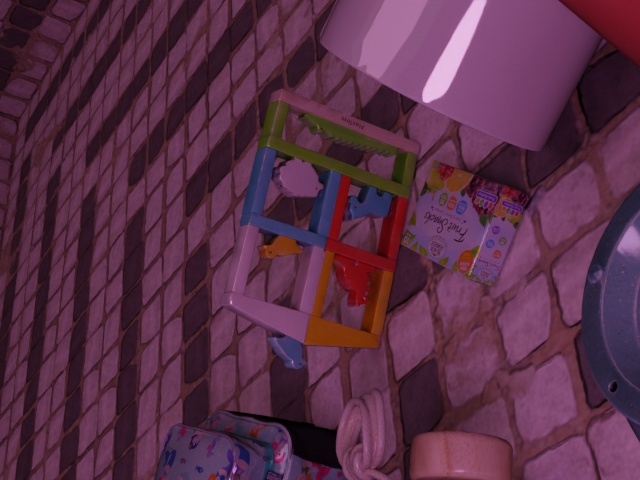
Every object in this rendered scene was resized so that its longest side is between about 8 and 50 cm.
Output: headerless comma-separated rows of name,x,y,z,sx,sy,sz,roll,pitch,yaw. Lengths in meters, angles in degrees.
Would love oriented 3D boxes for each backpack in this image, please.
backpack,-0.084,0.319,1.220,0.225,0.191,0.253,-2,76,60

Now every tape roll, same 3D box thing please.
tape roll,0.141,-0.212,1.062,0.169,0.246,0.246,-65,28,14

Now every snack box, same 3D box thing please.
snack box,0.146,-0.020,1.155,0.141,0.037,0.100,30,101,62

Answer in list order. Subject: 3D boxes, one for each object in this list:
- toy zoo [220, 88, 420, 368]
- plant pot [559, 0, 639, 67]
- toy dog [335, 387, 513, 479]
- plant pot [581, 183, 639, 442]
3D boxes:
toy zoo,0.000,0.000,1.243,0.030,0.192,0.293,-10,65,60
plant pot,0.295,-0.218,0.787,0.275,0.243,0.274,-40,40,46
toy dog,0.112,0.264,0.969,0.334,0.161,0.220,-177,101,-77
plant pot,0.288,0.052,0.680,0.293,0.196,0.293,-39,42,46
